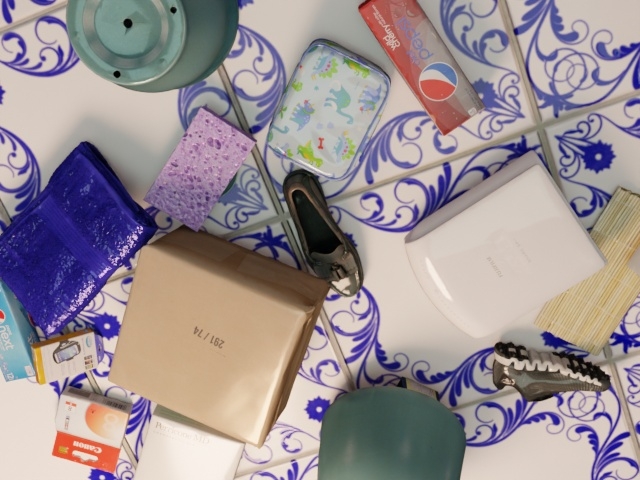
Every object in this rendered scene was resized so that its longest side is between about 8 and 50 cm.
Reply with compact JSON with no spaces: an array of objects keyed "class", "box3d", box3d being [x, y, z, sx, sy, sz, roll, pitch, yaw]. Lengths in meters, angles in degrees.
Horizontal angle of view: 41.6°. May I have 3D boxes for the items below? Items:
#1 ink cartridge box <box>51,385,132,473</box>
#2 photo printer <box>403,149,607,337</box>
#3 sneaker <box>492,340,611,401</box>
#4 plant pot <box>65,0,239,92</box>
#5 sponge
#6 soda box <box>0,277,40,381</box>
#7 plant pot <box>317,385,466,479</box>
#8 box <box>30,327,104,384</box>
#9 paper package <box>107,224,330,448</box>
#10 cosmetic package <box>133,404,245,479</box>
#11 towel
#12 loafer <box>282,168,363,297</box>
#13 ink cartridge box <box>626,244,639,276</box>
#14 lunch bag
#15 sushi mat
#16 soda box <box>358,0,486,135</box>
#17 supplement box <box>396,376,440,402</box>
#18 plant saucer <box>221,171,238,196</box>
[{"class":"ink cartridge box","box3d":[-0.482,0.402,1.750,0.145,0.045,0.179,17,107,-3]},{"class":"photo printer","box3d":[0.324,0.020,1.539,0.307,0.107,0.256,-33,104,15]},{"class":"sneaker","box3d":[0.442,0.271,1.647,0.234,0.078,0.106,12,113,2]},{"class":"plant pot","box3d":[-0.282,-0.357,1.358,0.271,0.255,0.272,1,110,2]},{"class":"sponge","box3d":[-0.219,-0.128,1.531,0.117,0.031,0.210,33,107,-9]},{"class":"soda box","box3d":[-0.611,0.166,1.656,0.067,0.071,0.210,-11,109,6]},{"class":"plant pot","box3d":[0.124,0.464,1.600,0.293,0.235,0.293,6,128,8]},{"class":"box","box3d":[-0.498,0.227,1.667,0.136,0.028,0.081,-15,114,-35]},{"class":"paper package","box3d":[-0.187,0.170,1.553,0.324,0.168,0.310,22,109,8]},{"class":"cosmetic package","box3d":[-0.278,0.491,1.714,0.196,0.155,0.366,17,111,-1]},{"class":"towel","box3d":[-0.468,-0.002,1.547,0.308,0.076,0.228,-45,75,15]},{"class":"loafer","box3d":[0.000,0.000,1.562,0.096,0.084,0.268,-24,107,10]},{"class":"ink cartridge box","box3d":[0.667,0.019,1.499,0.128,0.127,0.176,16,112,-29]},{"class":"lunch bag","box3d":[0.017,-0.226,1.479,0.176,0.090,0.219,25,109,-5]},{"class":"sushi mat","box3d":[0.546,0.063,1.596,0.151,0.019,0.317,25,109,-5]},{"class":"soda box","box3d":[0.172,-0.314,1.444,0.092,0.083,0.263,-33,104,12]},{"class":"supplement box","box3d":[0.184,0.333,1.687,0.083,0.056,0.083,24,109,-6]},{"class":"plant saucer","box3d":[-0.211,-0.135,1.557,0.119,0.021,0.119,1,110,2]}]
